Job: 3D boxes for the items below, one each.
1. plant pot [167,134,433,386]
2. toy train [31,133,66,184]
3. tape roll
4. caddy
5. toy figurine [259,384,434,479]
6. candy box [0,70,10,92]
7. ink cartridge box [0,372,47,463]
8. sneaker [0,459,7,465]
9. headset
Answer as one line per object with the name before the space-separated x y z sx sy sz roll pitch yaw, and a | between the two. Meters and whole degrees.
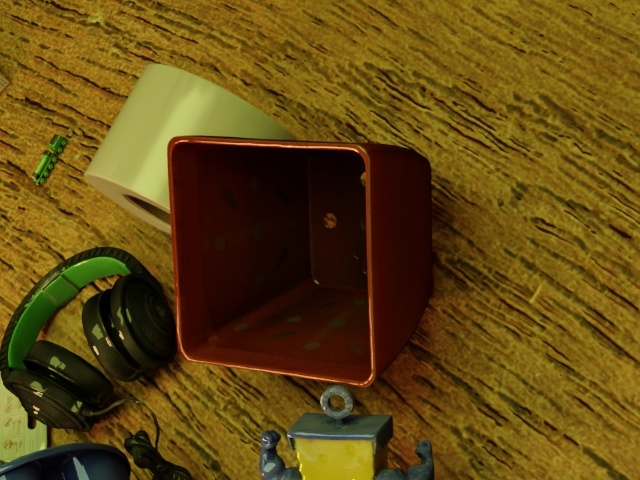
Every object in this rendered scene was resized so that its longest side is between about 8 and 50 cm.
plant pot | 0.000 0.000 1.661 0.267 0.235 0.267 5 103 30
toy train | -0.410 -0.123 2.112 0.017 0.023 0.083 20 77 35
tape roll | -0.161 -0.097 1.825 0.246 0.246 0.169 23 79 35
caddy | -0.345 0.367 1.673 0.179 0.241 0.341 60 136 28
toy figurine | 0.042 0.268 1.521 0.362 0.191 0.217 -2 95 23
candy box | -0.597 -0.226 2.250 0.187 0.053 0.109 -46 53 1
ink cartridge box | -0.457 0.256 1.955 0.179 0.045 0.145 -12 60 9
sneaker | -0.508 0.358 1.870 0.297 0.111 0.129 0 97 20
headset | -0.281 0.173 1.856 0.243 0.185 0.394 -41 39 1
